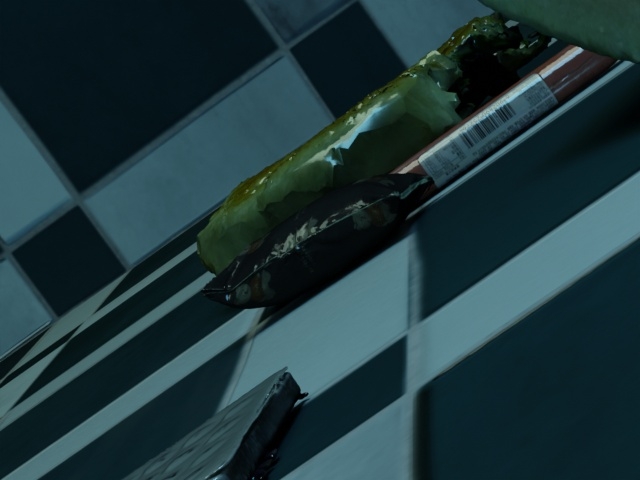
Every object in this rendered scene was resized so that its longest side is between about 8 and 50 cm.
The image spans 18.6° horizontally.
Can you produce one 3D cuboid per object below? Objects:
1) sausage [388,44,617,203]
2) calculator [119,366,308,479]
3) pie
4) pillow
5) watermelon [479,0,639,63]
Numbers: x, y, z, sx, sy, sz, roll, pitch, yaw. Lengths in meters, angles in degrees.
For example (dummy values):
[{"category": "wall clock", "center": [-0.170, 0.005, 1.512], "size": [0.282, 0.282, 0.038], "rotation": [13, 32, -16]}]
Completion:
[{"category": "sausage", "center": [0.115, -0.077, 1.314], "size": [0.223, 0.029, 0.029], "rotation": [-35, 6, 3]}, {"category": "calculator", "center": [-0.124, 0.151, 0.890], "size": [0.261, 0.021, 0.161], "rotation": [-34, 6, 15]}, {"category": "pie", "center": [0.034, -0.068, 1.508], "size": [0.296, 0.078, 0.371], "rotation": [-32, 5, 27]}, {"category": "pillow", "center": [0.000, 0.001, 1.268], "size": [0.150, 0.048, 0.090], "rotation": [-30, 15, 18]}, {"category": "watermelon", "center": [0.229, -0.211, 1.008], "size": [0.264, 0.151, 0.302], "rotation": [-33, -19, -31]}]
